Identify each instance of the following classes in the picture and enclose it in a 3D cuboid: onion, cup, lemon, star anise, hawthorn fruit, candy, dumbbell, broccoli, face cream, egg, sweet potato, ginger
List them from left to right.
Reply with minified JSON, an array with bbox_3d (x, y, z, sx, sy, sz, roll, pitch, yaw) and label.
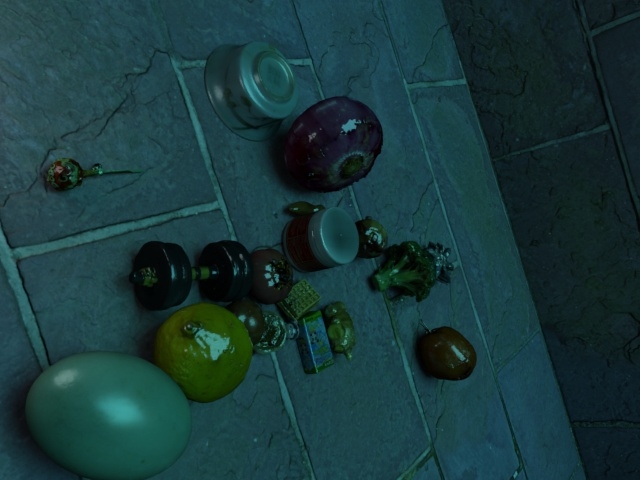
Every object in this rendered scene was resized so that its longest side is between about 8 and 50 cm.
[{"bbox_3d":[-0.575,-0.178,1.554,0.288,0.084,0.077,-15,86,-56],"label":"candy"},{"bbox_3d":[-0.465,0.395,1.342,0.389,0.276,0.275,37,54,-40],"label":"egg"},{"bbox_3d":[-0.346,0.090,1.638,0.389,0.185,0.184,-1,79,-49],"label":"dumbbell"},{"bbox_3d":[-0.307,0.286,1.552,0.310,0.254,0.253,84,23,-52],"label":"lemon"},{"bbox_3d":[-0.222,0.231,1.760,0.149,0.149,0.189,52,49,-25],"label":"hawthorn fruit"},{"bbox_3d":[-0.200,-0.522,1.996,0.347,0.163,0.346,15,68,-44],"label":"cup"},{"bbox_3d":[-0.050,-0.113,2.118,0.202,0.055,0.058,-1,65,-49],"label":"sweet potato"},{"bbox_3d":[-0.025,0.342,2.010,0.097,0.062,0.194,-16,92,-50],"label":"candy"},{"bbox_3d":[0.000,0.000,2.041,0.201,0.187,0.200,17,66,-44],"label":"face cream"},{"bbox_3d":[0.029,-0.348,2.072,0.345,0.358,0.358,50,42,6],"label":"onion"},{"bbox_3d":[0.070,0.321,2.092,0.157,0.102,0.216,14,61,-74],"label":"ginger"},{"bbox_3d":[0.334,0.133,2.365,0.269,0.269,0.253,-17,86,-49],"label":"broccoli"},{"bbox_3d":[0.520,0.096,2.662,0.236,0.093,0.229,43,49,-33],"label":"star anise"},{"bbox_3d":[0.508,0.447,2.476,0.299,0.211,0.211,54,44,-5],"label":"hawthorn fruit"}]

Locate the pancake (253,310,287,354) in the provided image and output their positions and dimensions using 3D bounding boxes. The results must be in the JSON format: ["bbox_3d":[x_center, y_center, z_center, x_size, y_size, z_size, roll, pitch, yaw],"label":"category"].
[{"bbox_3d":[-0.171,0.285,1.851,0.140,0.022,0.139,5,71,-15],"label":"pancake"}]

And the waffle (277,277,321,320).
[{"bbox_3d":[-0.073,0.196,1.986,0.102,0.042,0.148,50,39,8],"label":"waffle"}]

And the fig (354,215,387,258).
[{"bbox_3d":[0.196,-0.035,2.302,0.160,0.143,0.230,42,50,-9],"label":"fig"}]

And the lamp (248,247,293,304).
[{"bbox_3d":[-0.157,0.111,1.874,0.182,0.140,0.181,24,58,-45],"label":"lamp"}]

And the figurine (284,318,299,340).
[{"bbox_3d":[-0.125,0.290,1.926,0.129,0.054,0.072,2,62,-40],"label":"figurine"}]
